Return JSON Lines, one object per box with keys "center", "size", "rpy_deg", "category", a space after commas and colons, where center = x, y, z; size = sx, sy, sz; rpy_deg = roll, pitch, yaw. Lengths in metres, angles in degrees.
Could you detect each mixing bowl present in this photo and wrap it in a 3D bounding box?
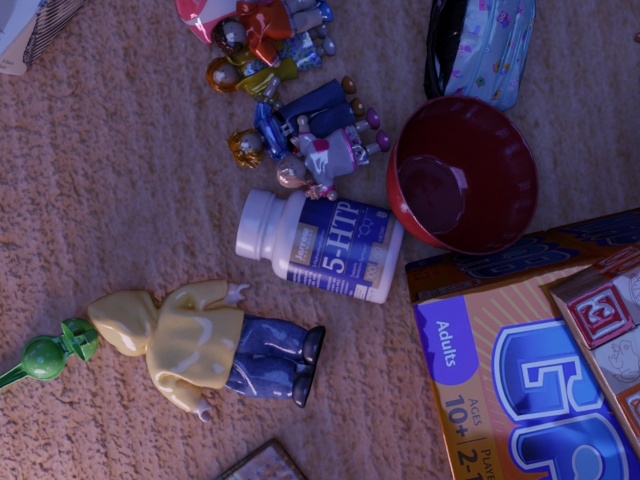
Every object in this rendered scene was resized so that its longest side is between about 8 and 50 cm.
{"center": [0.144, -0.063, 1.149], "size": [0.181, 0.098, 0.181], "rpy_deg": [6, 75, -22], "category": "mixing bowl"}

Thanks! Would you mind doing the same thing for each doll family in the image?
{"center": [-0.042, -0.164, 1.200], "size": [0.163, 0.118, 0.263], "rpy_deg": [-24, 91, -12], "category": "doll family"}

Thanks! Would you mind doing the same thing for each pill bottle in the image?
{"center": [0.000, 0.000, 1.207], "size": [0.186, 0.112, 0.112], "rpy_deg": [14, 96, 3], "category": "pill bottle"}

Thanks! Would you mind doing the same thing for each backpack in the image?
{"center": [0.179, -0.235, 1.163], "size": [0.115, 0.152, 0.182], "rpy_deg": [10, 101, -1], "category": "backpack"}

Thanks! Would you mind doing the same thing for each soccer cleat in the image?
{"center": [-0.058, -0.324, 1.209], "size": [0.248, 0.083, 0.095], "rpy_deg": [-27, 117, 3], "category": "soccer cleat"}

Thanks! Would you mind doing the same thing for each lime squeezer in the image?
{"center": [-0.338, 0.151, 1.256], "size": [0.310, 0.110, 0.059], "rpy_deg": [-26, 111, 36], "category": "lime squeezer"}

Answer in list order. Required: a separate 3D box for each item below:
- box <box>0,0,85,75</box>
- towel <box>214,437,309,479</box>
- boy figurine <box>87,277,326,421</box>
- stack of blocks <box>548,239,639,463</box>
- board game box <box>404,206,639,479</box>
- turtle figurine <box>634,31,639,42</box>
{"center": [-0.317, -0.328, 1.204], "size": [0.094, 0.113, 0.275], "rpy_deg": [43, 98, -1], "category": "box"}
{"center": [-0.123, 0.459, 1.293], "size": [0.370, 0.040, 0.271], "rpy_deg": [-38, 92, 4], "category": "towel"}
{"center": [-0.144, 0.129, 1.240], "size": [0.285, 0.092, 0.177], "rpy_deg": [11, 96, 4], "category": "boy figurine"}
{"center": [0.338, 0.135, 0.845], "size": [0.171, 0.087, 0.297], "rpy_deg": [-29, 93, 5], "category": "stack of blocks"}
{"center": [0.303, 0.172, 1.075], "size": [0.356, 0.356, 0.356], "rpy_deg": [-13, 94, 5], "category": "board game box"}
{"center": [0.423, -0.118, 1.135], "size": [0.087, 0.217, 0.269], "rpy_deg": [-41, 84, 26], "category": "turtle figurine"}
